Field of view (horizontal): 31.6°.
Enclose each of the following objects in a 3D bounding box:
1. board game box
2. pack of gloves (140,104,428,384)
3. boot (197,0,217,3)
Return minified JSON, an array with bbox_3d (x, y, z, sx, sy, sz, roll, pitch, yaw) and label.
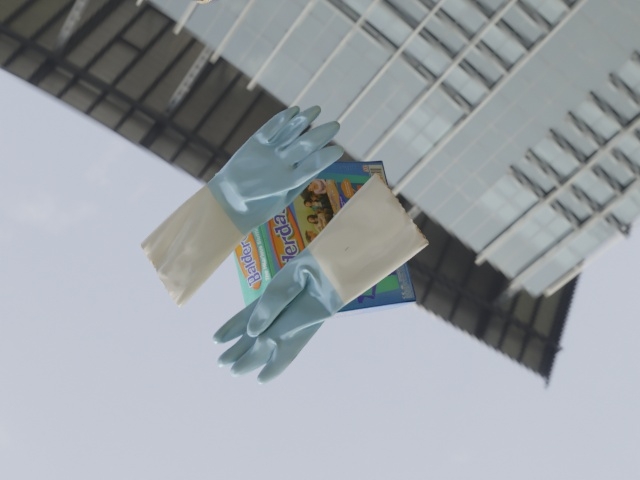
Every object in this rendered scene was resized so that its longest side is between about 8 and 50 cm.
[{"bbox_3d":[0.000,0.000,1.146,0.210,0.047,0.160,-3,-103,-48],"label":"board game box"},{"bbox_3d":[-0.033,0.005,1.035,0.195,0.232,0.046,55,-162,23],"label":"pack of gloves"},{"bbox_3d":[-0.161,-0.403,1.623,0.137,0.198,0.077,-17,-109,-48],"label":"boot"}]
